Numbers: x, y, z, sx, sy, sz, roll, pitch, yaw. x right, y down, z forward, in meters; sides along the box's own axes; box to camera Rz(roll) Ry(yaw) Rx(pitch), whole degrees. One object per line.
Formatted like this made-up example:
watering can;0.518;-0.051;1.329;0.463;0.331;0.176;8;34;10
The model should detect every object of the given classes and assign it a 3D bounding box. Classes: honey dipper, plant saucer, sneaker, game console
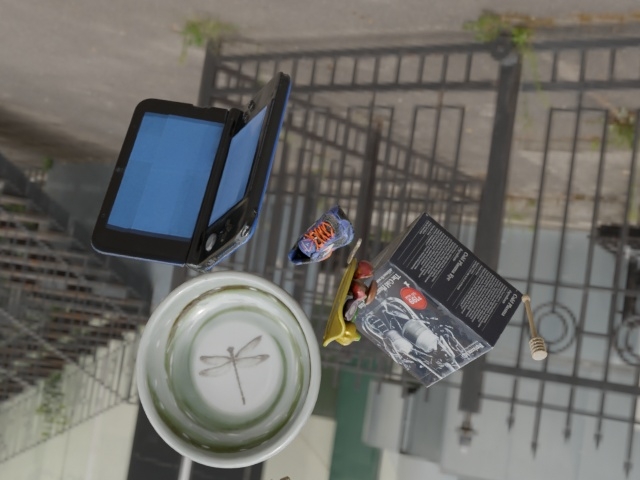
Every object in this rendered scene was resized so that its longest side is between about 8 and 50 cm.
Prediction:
honey dipper;0.428;0.171;1.952;0.030;0.161;0.030;-2;134;-2
plant saucer;-0.182;0.265;2.002;0.400;0.401;0.100;7;176;16
sneaker;0.000;0.000;2.039;0.087;0.083;0.221;-27;166;-33
game console;-0.193;-0.118;1.446;0.173;0.293;0.250;23;151;-22

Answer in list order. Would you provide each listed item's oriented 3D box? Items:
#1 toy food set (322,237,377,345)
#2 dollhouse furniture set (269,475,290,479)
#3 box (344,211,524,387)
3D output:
toy food set;0.069;0.108;1.809;0.071;0.218;0.128;20;153;-2
dollhouse furniture set;-0.043;0.692;2.552;0.181;0.161;0.101;-25;-164;-1
box;0.254;0.151;2.319;0.312;0.179;0.343;39;148;-1
